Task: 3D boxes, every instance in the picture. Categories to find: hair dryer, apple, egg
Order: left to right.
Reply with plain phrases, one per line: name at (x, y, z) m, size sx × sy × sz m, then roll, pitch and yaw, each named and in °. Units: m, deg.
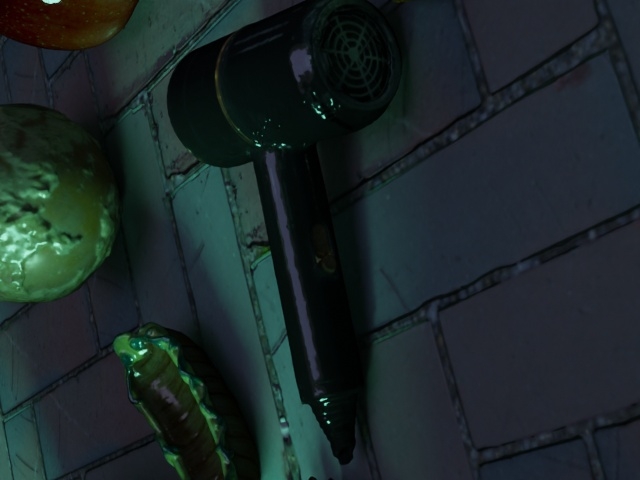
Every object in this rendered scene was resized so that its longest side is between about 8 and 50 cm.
egg at (-0.311, -0.041, 1.208) m, size 0.203 × 0.203 × 0.245 m, roll -68°, pitch 31°, yaw 31°
apple at (-0.272, -0.278, 1.159) m, size 0.181 × 0.168 × 0.181 m, roll 7°, pitch 100°, yaw 47°
hair dryer at (0.000, 0.000, 0.890) m, size 0.189 × 0.107 × 0.352 m, roll -11°, pitch 92°, yaw 52°

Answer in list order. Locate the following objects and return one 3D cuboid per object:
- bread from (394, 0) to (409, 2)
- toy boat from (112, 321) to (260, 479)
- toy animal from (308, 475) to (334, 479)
bread at (0.011, -0.264, 0.840) m, size 0.245 × 0.094 × 0.102 m, roll 50°, pitch 122°, yaw 38°
toy boat at (-0.110, 0.196, 1.042) m, size 0.108 × 0.099 × 0.293 m, roll -63°, pitch 39°, yaw 35°
toy animal at (0.009, 0.343, 0.899) m, size 0.260 × 0.087 × 0.243 m, roll 50°, pitch 129°, yaw 35°
